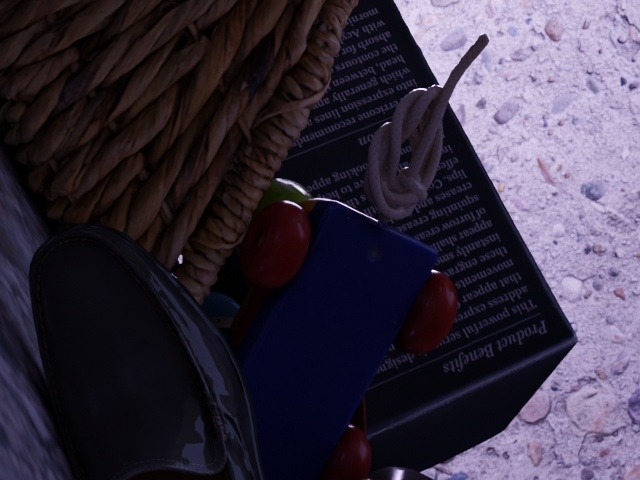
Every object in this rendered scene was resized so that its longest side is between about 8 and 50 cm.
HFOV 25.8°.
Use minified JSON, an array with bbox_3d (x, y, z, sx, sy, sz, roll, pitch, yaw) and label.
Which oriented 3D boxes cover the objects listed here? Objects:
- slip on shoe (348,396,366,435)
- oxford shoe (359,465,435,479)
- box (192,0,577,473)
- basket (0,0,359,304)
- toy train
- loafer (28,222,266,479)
[{"bbox_3d":[0.041,0.214,0.730,0.123,0.101,0.331,69,-5,-62],"label":"slip on shoe"},{"bbox_3d":[0.024,0.152,0.602,0.098,0.097,0.271,47,11,28],"label":"oxford shoe"},{"bbox_3d":[0.007,-0.004,1.185,0.293,0.212,0.395,102,-36,-69],"label":"box"},{"bbox_3d":[-0.060,-0.104,0.749,0.223,0.213,0.299,62,-1,-13],"label":"basket"},{"bbox_3d":[0.000,0.000,0.699,0.105,0.248,0.143,25,8,-24],"label":"toy train"},{"bbox_3d":[-0.049,0.070,0.448,0.170,0.062,0.061,61,3,7],"label":"loafer"}]
